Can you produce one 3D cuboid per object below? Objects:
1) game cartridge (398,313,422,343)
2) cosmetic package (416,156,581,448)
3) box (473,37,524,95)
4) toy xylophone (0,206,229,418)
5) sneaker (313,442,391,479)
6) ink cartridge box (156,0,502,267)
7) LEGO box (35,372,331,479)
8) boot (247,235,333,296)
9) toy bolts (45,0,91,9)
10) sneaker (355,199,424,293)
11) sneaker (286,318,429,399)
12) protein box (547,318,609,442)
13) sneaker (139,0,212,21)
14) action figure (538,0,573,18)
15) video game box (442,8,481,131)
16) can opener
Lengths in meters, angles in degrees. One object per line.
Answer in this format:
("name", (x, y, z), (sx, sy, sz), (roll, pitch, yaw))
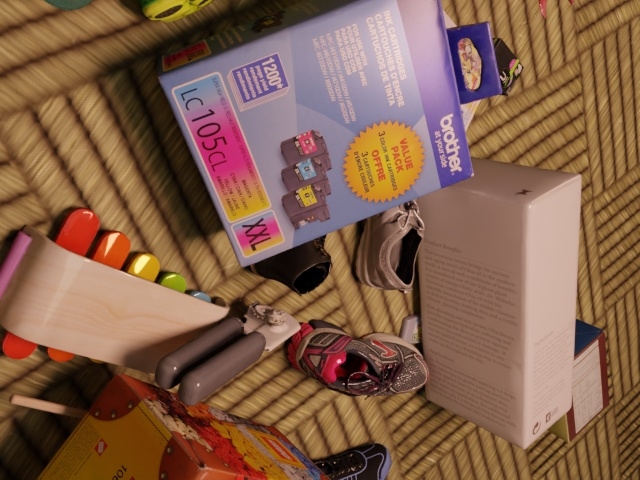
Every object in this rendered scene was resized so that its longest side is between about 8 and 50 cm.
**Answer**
("game cartridge", (0.186, 0.166, 1.226), (0.083, 0.017, 0.056), (2, 101, -36))
("cosmetic package", (0.307, 0.102, 1.143), (0.161, 0.230, 0.454), (-24, 118, -35))
("box", (0.297, -0.298, 1.117), (0.083, 0.052, 0.062), (34, 84, -37))
("toy xylophone", (-0.271, 0.117, 0.844), (0.322, 0.081, 0.236), (37, 84, -38))
("sneaker", (0.029, 0.426, 1.165), (0.232, 0.081, 0.091), (-30, 128, -22))
("ink cartridge box", (0.026, -0.171, 0.833), (0.395, 0.151, 0.270), (-23, 120, -5))
("LEGO box", (-0.246, 0.465, 0.849), (0.500, 0.193, 0.372), (-54, 143, -4))
("boot", (0.000, 0.000, 0.959), (0.198, 0.137, 0.077), (-46, 126, -14))
("toy bolts", (-0.246, -0.353, 0.667), (0.218, 0.158, 0.229), (-11, 109, -52))
("sneaker", (0.132, -0.049, 1.046), (0.105, 0.115, 0.282), (-9, 109, -33))
("sneaker", (0.081, 0.223, 1.112), (0.299, 0.112, 0.121), (16, 96, -38))
("protein box", (0.462, 0.259, 1.336), (0.136, 0.199, 0.201), (-31, 122, -23))
("sneaker", (-0.128, -0.388, 0.772), (0.123, 0.109, 0.296), (36, 88, -10))
("action figure", (0.291, -0.498, 0.921), (0.248, 0.275, 0.370), (-47, 113, -20))
("video game box", (0.166, -0.244, 1.001), (0.187, 0.048, 0.205), (39, 67, -25))
("can opener", (-0.116, 0.152, 0.885), (0.280, 0.074, 0.093), (-22, 137, -65))
